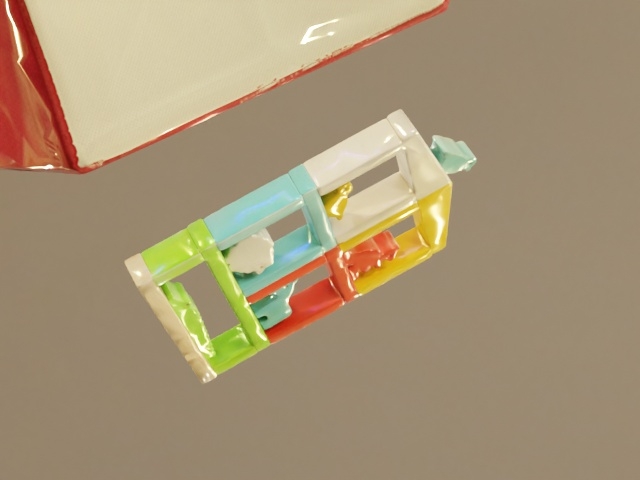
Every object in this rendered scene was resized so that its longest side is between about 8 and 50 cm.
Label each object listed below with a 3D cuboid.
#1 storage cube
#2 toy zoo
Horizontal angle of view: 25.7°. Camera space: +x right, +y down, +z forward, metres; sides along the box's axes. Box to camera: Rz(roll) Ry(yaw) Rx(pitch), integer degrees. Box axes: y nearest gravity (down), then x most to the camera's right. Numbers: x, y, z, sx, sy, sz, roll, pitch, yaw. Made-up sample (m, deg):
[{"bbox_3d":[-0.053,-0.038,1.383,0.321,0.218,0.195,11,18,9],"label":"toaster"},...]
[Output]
[{"bbox_3d":[-0.092,-0.147,0.597,0.193,0.215,0.183,7,-60,58],"label":"storage cube"},{"bbox_3d":[0.000,0.000,1.163,0.293,0.030,0.192,-29,-31,-5],"label":"toy zoo"}]
